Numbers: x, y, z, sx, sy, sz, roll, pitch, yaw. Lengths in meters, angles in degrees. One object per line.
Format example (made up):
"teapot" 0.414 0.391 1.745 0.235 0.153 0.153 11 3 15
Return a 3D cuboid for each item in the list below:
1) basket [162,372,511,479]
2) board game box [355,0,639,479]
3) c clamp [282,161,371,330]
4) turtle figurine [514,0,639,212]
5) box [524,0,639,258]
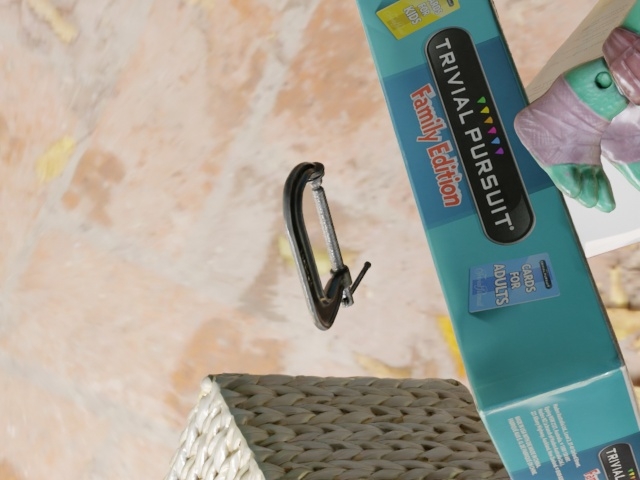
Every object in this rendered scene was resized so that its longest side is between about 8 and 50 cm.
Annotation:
"basket" 0.024 0.320 1.555 0.331 0.266 0.328 4 125 -30
"board game box" 0.114 0.004 0.962 0.079 0.254 0.336 -19 55 7
"c clamp" 0.000 0.000 1.318 0.022 0.137 0.160 -4 126 20
"turtle figurine" 0.190 -0.112 0.665 0.234 0.175 0.118 -46 57 28
"box" 0.360 -0.169 1.597 0.168 0.215 0.345 51 55 -13
